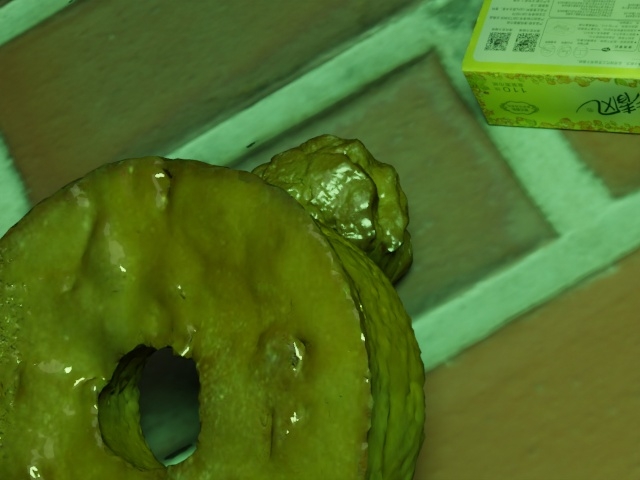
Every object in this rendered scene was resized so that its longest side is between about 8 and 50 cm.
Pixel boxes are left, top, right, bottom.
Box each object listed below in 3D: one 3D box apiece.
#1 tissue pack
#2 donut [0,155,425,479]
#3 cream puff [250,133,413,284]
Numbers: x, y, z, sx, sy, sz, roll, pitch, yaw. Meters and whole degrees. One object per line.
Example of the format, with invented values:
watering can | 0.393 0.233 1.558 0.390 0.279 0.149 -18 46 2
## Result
tissue pack | 0.183 -0.117 1.167 0.176 0.062 0.095 5 59 26
donut | -0.066 0.087 1.032 0.277 0.108 0.278 0 89 31
cream puff | 0.000 0.000 1.124 0.116 0.122 0.094 -56 29 39
